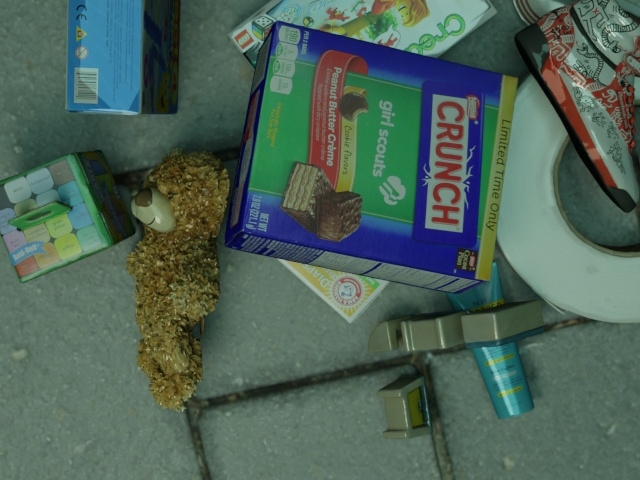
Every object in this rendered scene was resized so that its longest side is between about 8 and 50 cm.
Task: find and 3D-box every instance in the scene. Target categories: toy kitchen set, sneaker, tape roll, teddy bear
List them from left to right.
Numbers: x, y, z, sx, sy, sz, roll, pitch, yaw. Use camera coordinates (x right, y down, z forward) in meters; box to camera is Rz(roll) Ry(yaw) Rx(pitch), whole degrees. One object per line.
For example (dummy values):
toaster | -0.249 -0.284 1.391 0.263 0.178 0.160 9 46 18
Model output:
teddy bear | -0.197 0.051 1.430 0.113 0.245 0.338 4 126 -16
toy kitchen set | 0.187 0.175 1.479 0.207 0.122 0.166 -9 90 40
sneaker | 0.370 -0.179 1.390 0.145 0.090 0.270 -31 92 7
tape roll | 0.406 -0.082 1.481 0.392 0.072 0.392 0 97 1

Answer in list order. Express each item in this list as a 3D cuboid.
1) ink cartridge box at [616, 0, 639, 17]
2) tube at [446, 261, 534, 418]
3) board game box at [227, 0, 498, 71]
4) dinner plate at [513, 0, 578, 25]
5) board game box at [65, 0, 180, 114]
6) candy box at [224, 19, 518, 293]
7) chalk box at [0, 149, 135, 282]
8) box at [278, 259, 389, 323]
ink cartridge box | 0.373 -0.469 1.394 0.385 0.091 0.308 19 113 -19
tube | 0.236 0.139 1.525 0.080 0.052 0.207 -19 90 -2
board game box | 0.054 -0.286 1.473 0.305 0.053 0.193 -37 96 5
dinner plate | 0.324 -0.339 1.480 0.141 0.017 0.141 0 96 2
board game box | -0.232 -0.306 1.352 0.086 0.302 0.308 3 97 0
candy box | 0.065 -0.096 1.374 0.317 0.122 0.268 11 79 -14
chalk box | -0.337 -0.032 1.429 0.132 0.213 0.132 -21 96 4
box | 0.000 0.000 1.477 0.203 0.114 0.103 42 95 -5
